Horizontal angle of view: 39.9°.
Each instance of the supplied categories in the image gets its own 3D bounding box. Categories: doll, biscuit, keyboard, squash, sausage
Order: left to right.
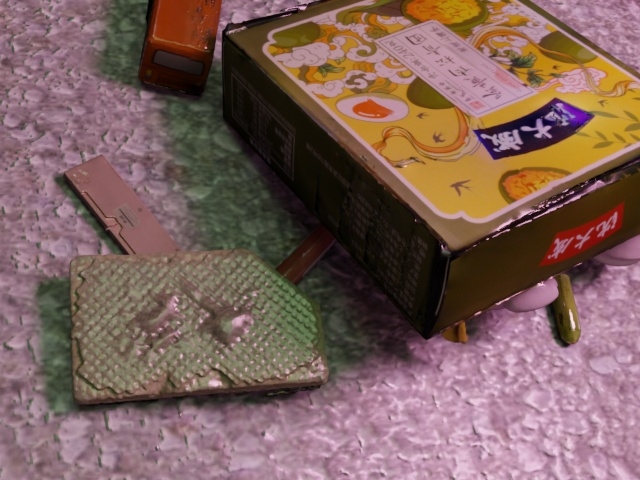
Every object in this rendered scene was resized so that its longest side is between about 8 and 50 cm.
[{"bbox_3d":[-0.211,-0.020,0.954,0.055,0.017,0.166,-33,75,-34],"label":"keyboard"},{"bbox_3d":[-0.121,0.083,0.884,0.252,0.052,0.150,-1,68,-11],"label":"biscuit"},{"bbox_3d":[0.000,0.000,0.997,0.029,0.029,0.223,39,58,7],"label":"sausage"},{"bbox_3d":[0.259,-0.001,1.024,0.365,0.094,0.160,-21,40,-27],"label":"doll"},{"bbox_3d":[0.289,0.082,1.041,0.027,0.027,0.083,2,61,-16],"label":"squash"}]

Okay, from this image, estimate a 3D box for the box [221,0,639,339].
[{"bbox_3d":[0.146,-0.133,0.980,0.373,0.138,0.420,-22,51,-26],"label":"box"}]

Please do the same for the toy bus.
[{"bbox_3d":[-0.158,-0.369,1.117,0.093,0.092,0.408,10,61,-14],"label":"toy bus"}]
